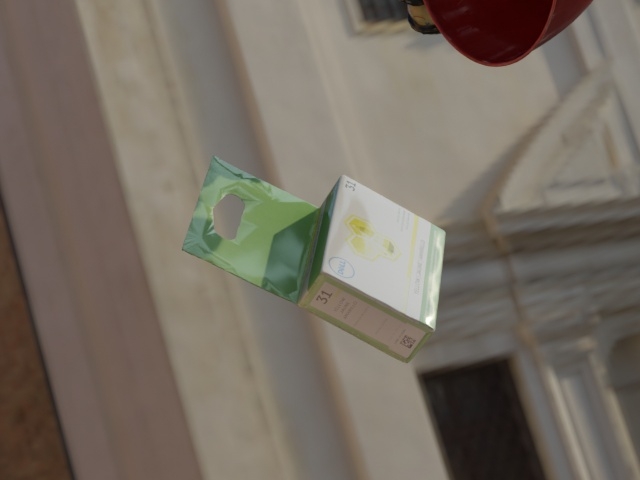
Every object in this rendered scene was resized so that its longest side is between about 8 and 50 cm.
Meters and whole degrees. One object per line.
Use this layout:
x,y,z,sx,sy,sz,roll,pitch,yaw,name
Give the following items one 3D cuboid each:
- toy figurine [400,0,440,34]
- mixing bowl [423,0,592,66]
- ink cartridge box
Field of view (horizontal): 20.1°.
0.138,-0.345,1.888,0.210,0.213,0.148,-29,-39,14,toy figurine
0.160,-0.232,1.394,0.098,0.181,0.181,-15,-13,-32,mixing bowl
0.000,0.000,1.684,0.235,0.171,0.056,29,-57,-11,ink cartridge box
